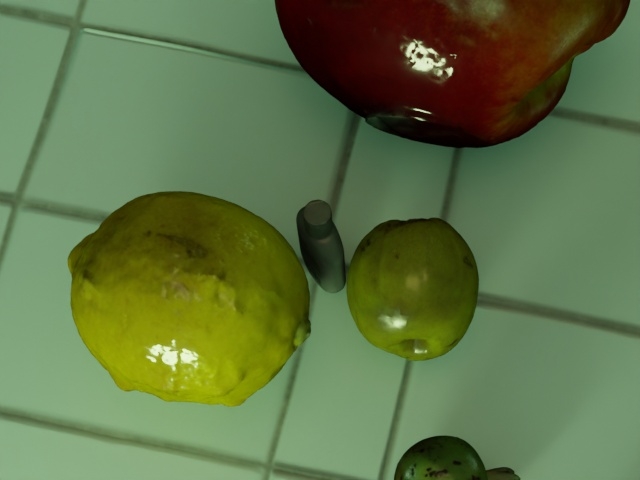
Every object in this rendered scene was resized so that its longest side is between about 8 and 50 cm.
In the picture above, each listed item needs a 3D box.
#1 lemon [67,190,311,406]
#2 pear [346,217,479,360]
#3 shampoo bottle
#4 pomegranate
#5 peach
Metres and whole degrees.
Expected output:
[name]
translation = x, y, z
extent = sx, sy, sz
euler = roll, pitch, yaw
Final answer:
[lemon]
translation = -0.145, 0.061, 1.960
extent = 0.288, 0.233, 0.233
euler = 16, 69, 11
[pear]
translation = 0.103, 0.050, 1.999
extent = 0.149, 0.149, 0.162
euler = -1, 72, 2
[shampoo bottle]
translation = 0.000, 0.000, 2.012
extent = 0.040, 0.165, 0.080
euler = -26, 69, -9
[pomegranate]
translation = 0.148, 0.265, 1.935
extent = 0.142, 0.114, 0.114
euler = 0, 65, -24
[peach]
translation = 0.137, -0.268, 2.032
extent = 0.406, 0.335, 0.310
euler = 17, 86, 4
